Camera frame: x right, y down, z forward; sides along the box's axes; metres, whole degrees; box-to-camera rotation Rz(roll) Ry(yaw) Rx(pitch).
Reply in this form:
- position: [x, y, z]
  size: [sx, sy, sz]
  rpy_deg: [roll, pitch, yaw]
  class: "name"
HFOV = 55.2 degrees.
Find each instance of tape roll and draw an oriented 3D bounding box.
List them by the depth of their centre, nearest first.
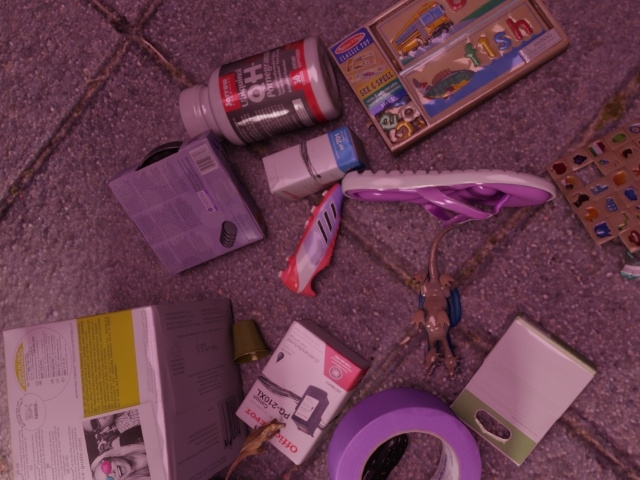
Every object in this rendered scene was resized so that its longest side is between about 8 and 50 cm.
- position: [0.154, 0.420, 1.141]
  size: [0.274, 0.090, 0.275]
  rpy_deg: [-2, 100, -10]
  class: "tape roll"

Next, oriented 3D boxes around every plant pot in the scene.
- position: [-0.159, 0.215, 1.323]
  size: [0.083, 0.083, 0.079]
  rpy_deg: [-24, 67, 13]
  class: "plant pot"

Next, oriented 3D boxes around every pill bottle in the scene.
- position: [-0.128, -0.303, 1.302]
  size: [0.318, 0.176, 0.177]
  rpy_deg: [-14, 82, 14]
  class: "pill bottle"

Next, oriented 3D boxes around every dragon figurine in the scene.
- position: [0.231, 0.126, 1.208]
  size: [0.085, 0.144, 0.289]
  rpy_deg: [-4, 65, 17]
  class: "dragon figurine"

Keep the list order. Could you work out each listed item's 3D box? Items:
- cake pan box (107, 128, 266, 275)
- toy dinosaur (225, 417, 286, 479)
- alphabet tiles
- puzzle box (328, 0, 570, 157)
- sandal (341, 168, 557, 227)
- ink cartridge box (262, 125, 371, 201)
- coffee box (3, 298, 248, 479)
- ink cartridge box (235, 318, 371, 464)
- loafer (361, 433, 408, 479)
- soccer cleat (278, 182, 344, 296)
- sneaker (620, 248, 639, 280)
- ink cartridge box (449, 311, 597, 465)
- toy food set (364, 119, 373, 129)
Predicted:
- position: [-0.283, -0.078, 1.314]
  size: [0.245, 0.070, 0.267]
  rpy_deg: [-24, 115, 12]
  class: "cake pan box"
- position: [-0.133, 0.396, 1.183]
  size: [0.053, 0.092, 0.183]
  rpy_deg: [44, 101, 15]
  class: "toy dinosaur"
- position: [0.563, -0.098, 1.127]
  size: [0.198, 0.009, 0.237]
  rpy_deg: [-28, 56, 12]
  class: "alphabet tiles"
- position: [0.253, -0.392, 1.252]
  size: [0.408, 0.052, 0.272]
  rpy_deg: [-32, 77, 7]
  class: "puzzle box"
- position: [0.239, -0.073, 1.189]
  size: [0.416, 0.169, 0.102]
  rpy_deg: [4, 83, 29]
  class: "sandal"
- position: [-0.005, -0.155, 1.272]
  size: [0.190, 0.139, 0.082]
  rpy_deg: [-17, 82, 14]
  class: "ink cartridge box"
- position: [-0.376, 0.312, 1.236]
  size: [0.334, 0.337, 0.339]
  rpy_deg: [-11, 83, 15]
  class: "coffee box"
- position: [-0.035, 0.307, 1.261]
  size: [0.172, 0.100, 0.237]
  rpy_deg: [34, 96, 16]
  class: "ink cartridge box"
- position: [0.094, 0.462, 1.231]
  size: [0.078, 0.076, 0.223]
  rpy_deg: [36, 97, 52]
  class: "loafer"
- position: [0.000, 0.000, 1.296]
  size: [0.095, 0.083, 0.248]
  rpy_deg: [28, 93, -1]
  class: "soccer cleat"
- position: [0.639, 0.036, 1.113]
  size: [0.166, 0.065, 0.076]
  rpy_deg: [4, 81, 14]
  class: "sneaker"
- position: [0.382, 0.281, 1.168]
  size: [0.171, 0.056, 0.235]
  rpy_deg: [37, 106, 16]
  class: "ink cartridge box"
- position: [0.158, -0.269, 1.298]
  size: [0.078, 0.019, 0.122]
  rpy_deg: [45, 98, 15]
  class: "toy food set"
